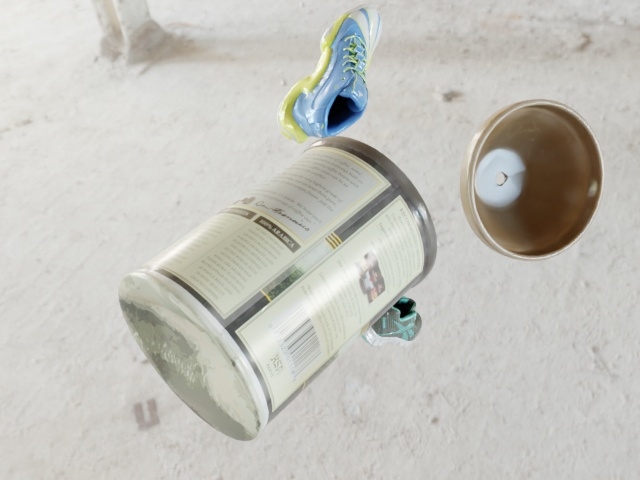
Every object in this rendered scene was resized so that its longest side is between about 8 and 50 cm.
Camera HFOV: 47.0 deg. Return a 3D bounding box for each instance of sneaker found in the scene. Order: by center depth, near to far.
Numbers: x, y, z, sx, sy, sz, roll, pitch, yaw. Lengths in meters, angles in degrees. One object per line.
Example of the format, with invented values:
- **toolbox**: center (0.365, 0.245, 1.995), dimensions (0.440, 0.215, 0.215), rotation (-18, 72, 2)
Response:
- **sneaker**: center (0.043, -0.234, 1.061), dimensions (0.126, 0.091, 0.240), rotation (24, 80, 47)
- **sneaker**: center (0.120, 0.115, 1.093), dimensions (0.065, 0.076, 0.166), rotation (54, 24, 20)

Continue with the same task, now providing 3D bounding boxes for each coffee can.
- **coffee can**: center (-0.039, 0.041, 0.774), dimensions (0.202, 0.201, 0.275), rotation (27, 51, 33)

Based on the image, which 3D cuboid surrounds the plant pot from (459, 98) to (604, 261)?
- **plant pot**: center (0.302, -0.093, 1.119), dimensions (0.237, 0.237, 0.110), rotation (-22, 14, -15)
